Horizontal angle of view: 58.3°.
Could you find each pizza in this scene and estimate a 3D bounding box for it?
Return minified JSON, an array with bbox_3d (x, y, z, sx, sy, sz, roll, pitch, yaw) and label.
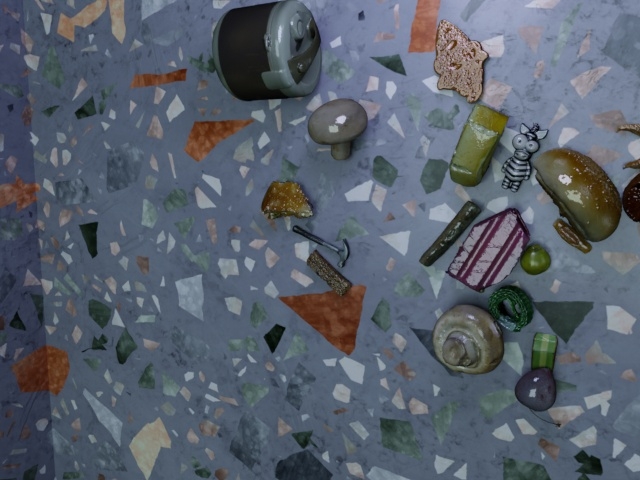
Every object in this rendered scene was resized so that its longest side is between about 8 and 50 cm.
[{"bbox_3d":[-0.117,-0.148,2.152,0.226,0.069,0.147,2,79,22],"label":"pizza"}]

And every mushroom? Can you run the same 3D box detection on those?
[{"bbox_3d":[0.059,-0.376,1.949,0.206,0.206,0.209,4,102,25],"label":"mushroom"},{"bbox_3d":[0.487,0.328,1.888,0.254,0.184,0.255,13,109,45],"label":"mushroom"}]

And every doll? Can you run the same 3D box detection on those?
[{"bbox_3d":[0.622,-0.258,1.774,0.091,0.067,0.220,25,108,24],"label":"doll"}]

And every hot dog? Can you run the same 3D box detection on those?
[{"bbox_3d":[0.775,-0.010,1.772,0.137,0.028,0.044,46,122,10],"label":"hot dog"}]

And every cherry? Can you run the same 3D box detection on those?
[{"bbox_3d":[0.729,0.497,1.856,0.188,0.115,0.148,26,77,9],"label":"cherry"}]

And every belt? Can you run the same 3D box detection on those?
[{"bbox_3d":[0.624,0.219,1.864,0.121,0.079,0.151,-43,69,36],"label":"belt"}]

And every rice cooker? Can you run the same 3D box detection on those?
[{"bbox_3d":[-0.159,-0.637,1.943,0.325,0.335,0.336,1,100,25],"label":"rice cooker"}]

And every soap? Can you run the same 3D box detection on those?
[{"bbox_3d":[0.547,0.023,1.826,0.182,0.112,0.289,30,106,12],"label":"soap"}]

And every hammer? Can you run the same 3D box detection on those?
[{"bbox_3d":[0.000,0.000,2.143,0.246,0.029,0.103,29,111,19],"label":"hammer"}]

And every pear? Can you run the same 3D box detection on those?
[{"bbox_3d":[0.673,0.061,1.801,0.092,0.092,0.097,-7,97,26],"label":"pear"}]

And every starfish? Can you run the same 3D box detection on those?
[{"bbox_3d":[0.963,-0.255,1.626,0.247,0.050,0.138,15,107,29],"label":"starfish"}]

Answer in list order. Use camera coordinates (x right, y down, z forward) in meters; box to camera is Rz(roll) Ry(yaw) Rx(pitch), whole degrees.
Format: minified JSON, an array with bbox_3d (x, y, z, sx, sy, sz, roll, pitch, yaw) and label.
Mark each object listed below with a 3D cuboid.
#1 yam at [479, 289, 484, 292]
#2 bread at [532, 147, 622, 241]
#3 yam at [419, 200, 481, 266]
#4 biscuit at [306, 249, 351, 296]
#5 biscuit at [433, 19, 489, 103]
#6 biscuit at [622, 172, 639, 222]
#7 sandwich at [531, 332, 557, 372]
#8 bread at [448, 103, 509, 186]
[{"bbox_3d":[0.531,0.119,1.915,0.021,0.021,0.116,-5,97,26],"label":"yam"},{"bbox_3d":[0.754,-0.141,1.662,0.171,0.192,0.314,-37,83,20],"label":"bread"},{"bbox_3d":[0.430,-0.017,1.915,0.061,0.061,0.274,42,116,12],"label":"yam"},{"bbox_3d":[0.030,0.123,2.146,0.199,0.034,0.064,43,115,13],"label":"biscuit"},{"bbox_3d":[0.436,-0.567,1.818,0.183,0.043,0.280,-25,84,24],"label":"biscuit"},{"bbox_3d":[0.963,-0.121,1.628,0.192,0.049,0.192,13,122,22],"label":"biscuit"},{"bbox_3d":[0.732,0.370,1.877,0.074,0.074,0.117,7,135,23],"label":"sandwich"},{"bbox_3d":[0.477,-0.284,1.774,0.124,0.186,0.257,25,117,15],"label":"bread"}]
